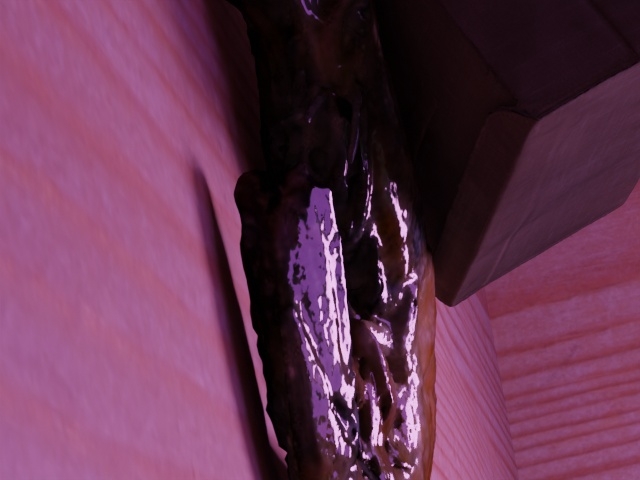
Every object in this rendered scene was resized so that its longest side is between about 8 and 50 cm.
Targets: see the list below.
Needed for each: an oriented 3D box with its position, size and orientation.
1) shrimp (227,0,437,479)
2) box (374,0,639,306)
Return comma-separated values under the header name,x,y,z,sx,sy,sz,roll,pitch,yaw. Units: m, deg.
name,x,y,z,sx,sy,sz,roll,pitch,yaw
shrimp,0.000,0.000,0.831,0.272,0.085,0.445,-63,145,-69
box,0.107,-0.094,0.932,0.149,0.155,0.231,54,-19,19
